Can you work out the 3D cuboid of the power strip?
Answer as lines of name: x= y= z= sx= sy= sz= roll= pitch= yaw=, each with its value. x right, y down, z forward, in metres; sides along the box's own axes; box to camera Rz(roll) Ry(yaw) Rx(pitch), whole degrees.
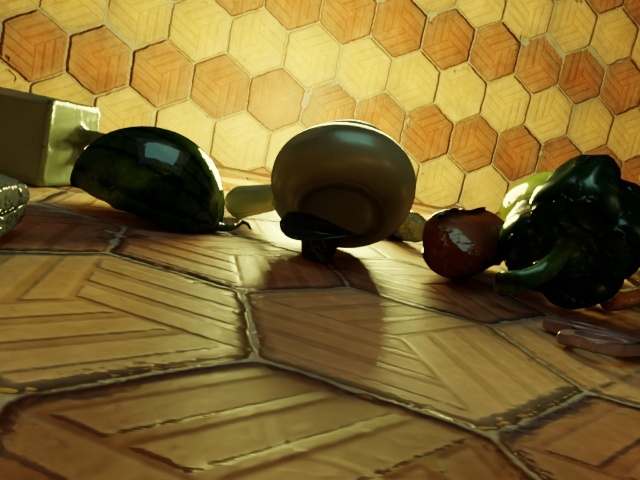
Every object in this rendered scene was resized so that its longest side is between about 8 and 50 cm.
power strip: x=-0.446 y=-0.163 z=0.883 sx=0.224 sy=0.139 sz=0.140 roll=13 pitch=8 yaw=9

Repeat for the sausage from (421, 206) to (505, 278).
sausage: x=0.229 y=0.004 z=0.825 sx=0.102 sy=0.102 sz=0.330 roll=16 pitch=10 yaw=26

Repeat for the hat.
hat: x=0.000 y=0.000 z=0.702 sx=0.121 sy=0.050 sz=0.121 roll=11 pitch=14 yaw=-3

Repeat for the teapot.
teapot: x=-0.018 y=-0.087 z=0.812 sx=0.318 sy=0.220 sz=0.149 roll=3 pitch=49 yaw=11

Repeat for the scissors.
scissors: x=0.330 y=0.109 z=0.528 sx=0.212 sy=0.021 sz=0.110 roll=12 pitch=6 yaw=7

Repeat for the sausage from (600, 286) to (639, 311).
sausage: x=0.452 y=0.086 z=0.805 sx=0.029 sy=0.029 sz=0.223 roll=19 pitch=11 yaw=41

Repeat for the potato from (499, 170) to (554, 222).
potato: x=0.512 y=-0.039 z=1.124 sx=0.215 sy=0.216 sz=0.304 roll=8 pitch=7 yaw=-22

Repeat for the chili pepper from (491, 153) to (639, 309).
chili pepper: x=0.317 y=0.006 z=0.698 sx=0.165 sy=0.174 sz=0.261 roll=45 pitch=51 yaw=-1

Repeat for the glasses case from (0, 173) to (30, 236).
glasses case: x=-0.304 y=-0.023 z=0.405 sx=0.109 sy=0.067 sz=0.282 roll=6 pitch=12 yaw=-15

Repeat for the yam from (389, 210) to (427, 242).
yam: x=0.132 y=-0.047 z=1.128 sx=0.071 sy=0.067 sz=0.317 roll=4 pitch=9 yaw=-16

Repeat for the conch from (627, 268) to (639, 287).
conch: x=0.577 y=0.079 z=0.827 sx=0.086 sy=0.080 sz=0.233 roll=43 pitch=4 yaw=-17

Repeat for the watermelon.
watermelon: x=-0.222 y=-0.091 z=0.760 sx=0.232 sy=0.127 sz=0.204 roll=20 pitch=7 yaw=16
